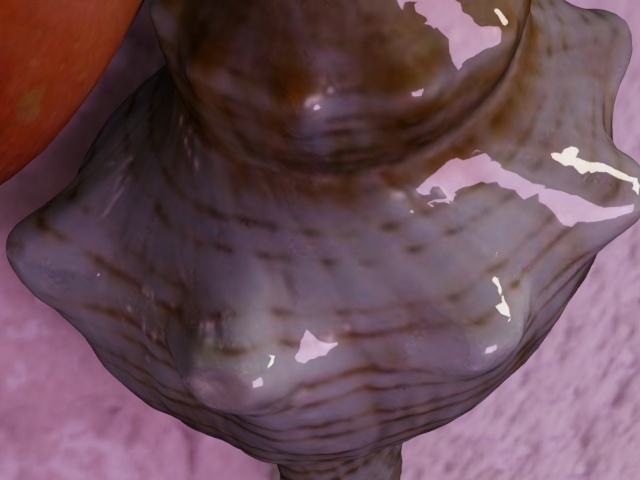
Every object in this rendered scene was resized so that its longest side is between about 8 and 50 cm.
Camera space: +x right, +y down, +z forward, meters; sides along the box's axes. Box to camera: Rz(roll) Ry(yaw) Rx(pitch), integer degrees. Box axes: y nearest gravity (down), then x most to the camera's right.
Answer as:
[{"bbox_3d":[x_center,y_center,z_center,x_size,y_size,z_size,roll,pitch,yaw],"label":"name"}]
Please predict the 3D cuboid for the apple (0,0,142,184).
[{"bbox_3d":[-0.137,-0.112,0.414,0.253,0.253,0.253,-16,121,-28],"label":"apple"}]

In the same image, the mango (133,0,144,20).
[{"bbox_3d":[-0.091,-0.087,0.585,0.073,0.056,0.108,5,113,-30],"label":"mango"}]

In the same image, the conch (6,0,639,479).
[{"bbox_3d":[-0.001,0.007,0.610,0.203,0.169,0.386,7,123,1],"label":"conch"}]
